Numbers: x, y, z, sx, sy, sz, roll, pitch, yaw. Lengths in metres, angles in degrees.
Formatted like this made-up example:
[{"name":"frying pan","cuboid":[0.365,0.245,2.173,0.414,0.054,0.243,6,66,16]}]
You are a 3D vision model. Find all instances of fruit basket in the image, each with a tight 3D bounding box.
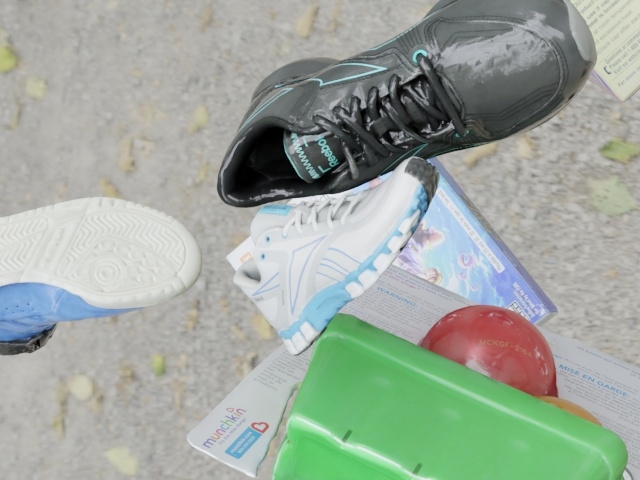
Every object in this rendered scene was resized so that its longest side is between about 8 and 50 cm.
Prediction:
[{"name":"fruit basket","cuboid":[0.117,0.145,0.961,0.327,0.353,0.165,23,113,16]}]

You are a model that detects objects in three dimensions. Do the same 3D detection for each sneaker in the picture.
[{"name":"sneaker","cuboid":[0.044,-0.074,0.764,0.267,0.106,0.101,-16,113,42]},{"name":"sneaker","cuboid":[-0.134,0.021,0.639,0.152,0.084,0.058,-6,71,-2]},{"name":"sneaker","cuboid":[0.000,0.000,0.777,0.083,0.071,0.190,40,135,-3]}]

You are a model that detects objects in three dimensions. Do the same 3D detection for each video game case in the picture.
[{"name":"video game case","cuboid":[0.070,0.046,1.322,0.244,0.061,0.269,-41,75,15]}]

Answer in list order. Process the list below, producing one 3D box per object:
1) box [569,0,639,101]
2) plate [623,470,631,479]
[{"name":"box","cuboid":[0.243,-0.274,1.234,0.117,0.213,0.243,-42,100,11]},{"name":"plate","cuboid":[0.417,0.297,1.557,0.045,0.277,0.278,42,104,24]}]
